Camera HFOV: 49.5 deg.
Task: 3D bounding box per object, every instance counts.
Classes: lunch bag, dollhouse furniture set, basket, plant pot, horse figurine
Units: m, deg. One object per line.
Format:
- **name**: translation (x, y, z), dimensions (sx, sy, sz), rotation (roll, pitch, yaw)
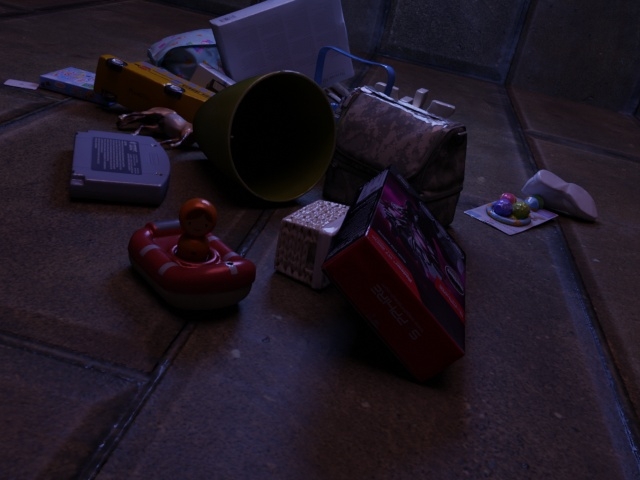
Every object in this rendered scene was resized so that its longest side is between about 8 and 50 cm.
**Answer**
- **lunch bag**: translation (-0.422, -0.591, 2.250), dimensions (0.262, 0.160, 0.223), rotation (-10, 31, -16)
- **dollhouse furniture set**: translation (-0.004, -0.506, 2.368), dimensions (0.183, 0.129, 0.129), rotation (36, 16, -24)
- **basket**: translation (0.000, 0.000, 1.246), dimensions (0.103, 0.113, 0.167), rotation (19, 24, 19)
- **lunch bag**: translation (0.169, -0.187, 1.556), dimensions (0.305, 0.256, 0.212), rotation (30, 30, 35)
- **plant pot**: translation (-0.160, -0.246, 1.564), dimensions (0.275, 0.275, 0.293), rotation (-7, 17, -36)
- **basket**: translation (0.058, -0.329, 1.766), dimensions (0.201, 0.289, 0.255), rotation (-10, 32, -40)
- **horse figurine**: translation (-0.379, -0.273, 1.709), dimensions (0.263, 0.066, 0.174), rotation (27, 34, 23)

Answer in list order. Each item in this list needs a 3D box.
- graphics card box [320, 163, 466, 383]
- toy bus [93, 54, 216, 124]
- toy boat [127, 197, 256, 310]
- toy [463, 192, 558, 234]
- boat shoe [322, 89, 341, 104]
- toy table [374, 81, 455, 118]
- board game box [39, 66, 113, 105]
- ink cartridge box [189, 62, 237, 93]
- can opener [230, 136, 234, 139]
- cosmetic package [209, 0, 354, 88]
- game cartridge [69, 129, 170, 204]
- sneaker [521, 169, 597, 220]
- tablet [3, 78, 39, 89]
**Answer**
- **graphics card box**: translation (0.136, 0.033, 1.132), dimensions (0.233, 0.094, 0.371), rotation (49, 22, -9)
- **toy bus**: translation (-0.426, -0.385, 1.829), dimensions (0.332, 0.108, 0.130), rotation (25, 28, 10)
- **toy boat**: translation (-0.197, 0.006, 1.088), dimensions (0.151, 0.151, 0.231), rotation (-10, 33, -40)
- **toy**: translation (0.483, -0.084, 1.729), dimensions (0.237, 0.056, 0.137), rotation (-13, 34, -44)
- **boat shoe**: translation (0.002, -0.418, 2.175), dimensions (0.305, 0.091, 0.109), rotation (40, -8, 36)
- **toy table**: translation (0.264, -0.372, 2.120), dimensions (0.274, 0.161, 0.252), rotation (16, 25, 5)
- **board game box**: translation (-0.654, -0.436, 1.958), dimensions (0.211, 0.039, 0.160), rotation (15, 25, 7)
- **ink cartridge box**: translation (-0.266, -0.412, 1.926), dimensions (0.175, 0.072, 0.127), rotation (32, 13, -2)
- **can opener**: translation (-0.153, -0.244, 1.785), dimensions (0.186, 0.073, 0.059), rotation (15, 63, 13)
- **cosmetic package**: translation (-0.105, -0.563, 2.046), dimensions (0.377, 0.284, 0.097), rotation (-23, 34, -14)
- **game cartridge**: translation (-0.417, -0.155, 1.452), dimensions (0.198, 0.062, 0.297), rotation (8, 24, -20)
- **sneaker**: translation (0.633, -0.107, 1.838), dimensions (0.212, 0.094, 0.080), rotation (30, 51, -12)
- **tablet**: translation (-0.817, -0.428, 1.899), dimensions (0.083, 0.006, 0.054), rotation (7, 25, -11)
